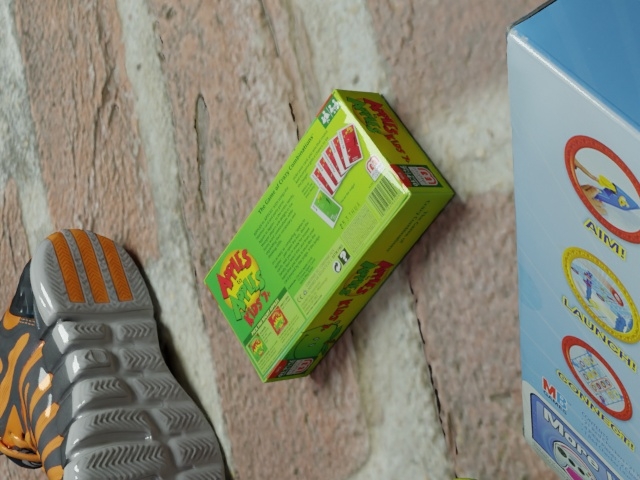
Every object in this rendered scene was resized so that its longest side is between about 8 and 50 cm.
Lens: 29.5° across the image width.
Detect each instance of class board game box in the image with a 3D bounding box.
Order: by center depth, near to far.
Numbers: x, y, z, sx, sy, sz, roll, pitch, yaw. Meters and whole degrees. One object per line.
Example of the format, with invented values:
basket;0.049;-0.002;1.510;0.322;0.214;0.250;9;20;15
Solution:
board game box;0.201;0.087;0.440;0.308;0.086;0.302;48;164;33
board game box;0.000;0.000;0.794;0.181;0.043;0.092;-53;56;32

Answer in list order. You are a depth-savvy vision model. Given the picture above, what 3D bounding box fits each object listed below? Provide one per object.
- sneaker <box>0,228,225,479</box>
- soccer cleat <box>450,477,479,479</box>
sneaker;-0.179;0.165;0.947;0.180;0.124;0.321;-48;48;40
soccer cleat;0.143;0.212;0.599;0.121;0.093;0.289;-57;35;21
